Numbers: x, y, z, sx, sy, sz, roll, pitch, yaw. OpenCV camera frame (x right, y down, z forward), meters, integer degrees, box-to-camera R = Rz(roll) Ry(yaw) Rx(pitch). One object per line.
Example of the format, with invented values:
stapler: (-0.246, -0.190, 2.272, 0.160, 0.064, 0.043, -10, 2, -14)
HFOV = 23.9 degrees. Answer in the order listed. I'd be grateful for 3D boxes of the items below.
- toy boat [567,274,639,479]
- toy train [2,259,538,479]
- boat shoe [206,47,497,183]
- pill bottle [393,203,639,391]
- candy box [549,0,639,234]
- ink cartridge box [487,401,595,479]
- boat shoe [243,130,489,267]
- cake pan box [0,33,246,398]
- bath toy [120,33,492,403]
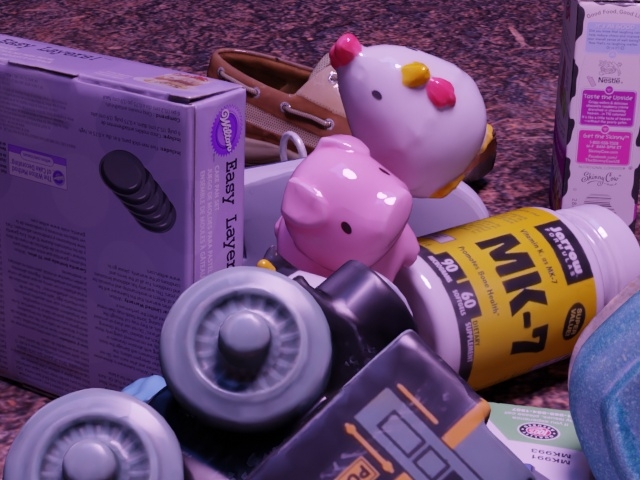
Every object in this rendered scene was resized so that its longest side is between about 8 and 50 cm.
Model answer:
toy boat: (0.270, 0.131, 0.729, 0.267, 0.318, 0.148, -37, -11, 36)
toy train: (-0.056, 0.156, 0.664, 0.334, 0.142, 0.190, -41, 72, -18)
boat shoe: (0.016, -0.127, 1.513, 0.324, 0.119, 0.122, 11, 25, 23)
pill bottle: (0.131, 0.041, 1.109, 0.208, 0.119, 0.119, -16, 28, -34)
candy box: (0.251, -0.120, 1.357, 0.071, 0.233, 0.159, 2, 23, 5)
ink cartridge box: (0.069, 0.173, 0.826, 0.154, 0.093, 0.212, 6, 25, 11)
boat shoe: (-0.048, -0.010, 1.240, 0.367, 0.135, 0.156, -8, 19, 4)
cake pan box: (-0.176, -0.009, 1.061, 0.267, 0.245, 0.070, 13, 22, 31)
bath toy: (0.000, 0.000, 0.971, 0.151, 0.129, 0.348, -8, 43, 50)
